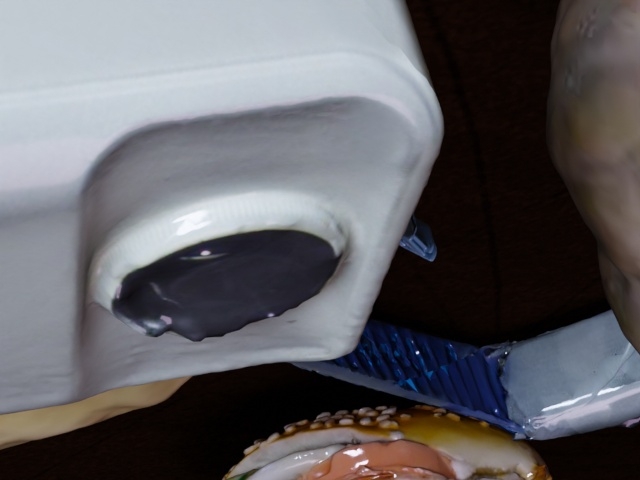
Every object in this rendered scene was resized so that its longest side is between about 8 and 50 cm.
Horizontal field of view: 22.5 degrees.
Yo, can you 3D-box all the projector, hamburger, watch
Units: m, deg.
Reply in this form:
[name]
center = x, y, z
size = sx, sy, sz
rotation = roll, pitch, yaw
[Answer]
[projector]
center = -0.087, -0.058, 0.390
size = 0.243, 0.177, 0.163
rotation = -9, 156, -15
[hamburger]
center = 0.037, 0.177, 0.979
size = 0.237, 0.147, 0.237
rotation = -13, 168, -3
[watch]
center = 0.096, 0.044, 0.831
size = 0.276, 0.068, 0.274
rotation = -17, 156, 5

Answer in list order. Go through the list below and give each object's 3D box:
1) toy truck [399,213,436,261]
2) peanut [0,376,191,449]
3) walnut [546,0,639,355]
[toy truck]
center = 0.000, 0.000, 0.676
size = 0.090, 0.073, 0.056
rotation = -22, 154, 16
[peanut]
center = -0.160, 0.009, 0.532
size = 0.319, 0.147, 0.147
rotation = -1, 152, -33
[walnut]
center = 0.198, -0.037, 0.542
size = 0.248, 0.248, 0.248
rotation = -13, 155, -6
